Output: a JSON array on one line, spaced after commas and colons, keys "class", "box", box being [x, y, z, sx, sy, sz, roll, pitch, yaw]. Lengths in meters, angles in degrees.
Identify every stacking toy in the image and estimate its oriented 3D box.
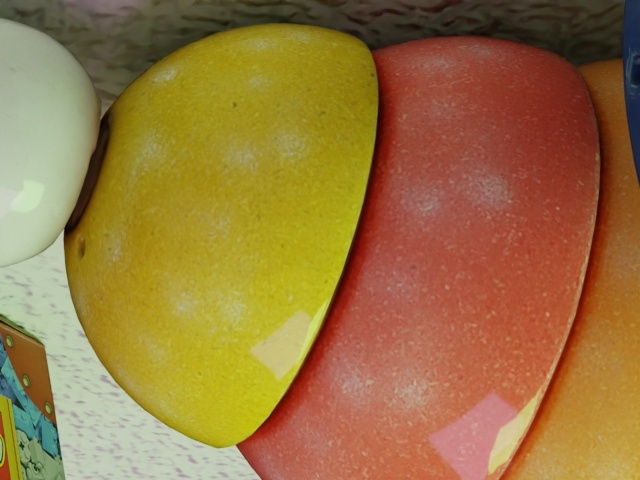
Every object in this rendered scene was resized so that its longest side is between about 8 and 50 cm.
[{"class": "stacking toy", "box": [0.000, 0.000, 0.944, 0.480, 0.351, 0.350, 21, 141, -15]}]

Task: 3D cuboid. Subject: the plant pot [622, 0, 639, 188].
[{"class": "plant pot", "box": [0.258, -0.135, 0.794, 0.236, 0.212, 0.236, 3, 145, -23]}]

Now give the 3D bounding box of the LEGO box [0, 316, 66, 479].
[{"class": "LEGO box", "box": [-0.392, 0.280, 1.114, 0.500, 0.372, 0.193, -21, 154, 16]}]
